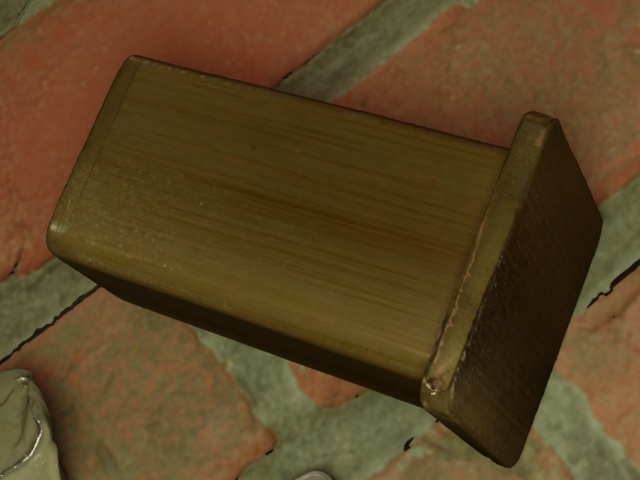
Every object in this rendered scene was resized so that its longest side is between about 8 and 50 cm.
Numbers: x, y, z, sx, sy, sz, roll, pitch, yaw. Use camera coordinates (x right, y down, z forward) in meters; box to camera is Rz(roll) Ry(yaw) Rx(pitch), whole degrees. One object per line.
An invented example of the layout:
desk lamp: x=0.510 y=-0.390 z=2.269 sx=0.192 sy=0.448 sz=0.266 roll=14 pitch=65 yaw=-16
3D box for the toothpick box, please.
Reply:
toothpick box: x=0.000 y=0.000 z=0.877 sx=0.308 sy=0.190 sz=0.188 roll=17 pitch=78 yaw=24

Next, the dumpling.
dumpling: x=-0.247 y=0.180 z=0.926 sx=0.181 sy=0.111 sz=0.155 roll=-36 pitch=37 yaw=-6

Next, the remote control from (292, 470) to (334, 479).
remote control: x=-0.086 y=0.249 z=0.880 sx=0.250 sy=0.034 sz=0.103 roll=-27 pitch=49 yaw=5
